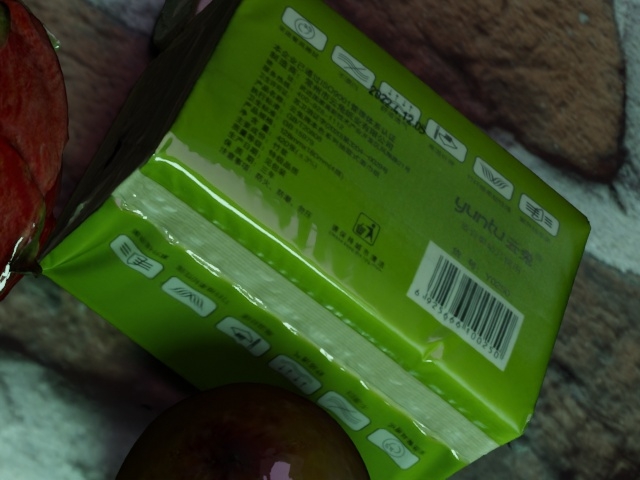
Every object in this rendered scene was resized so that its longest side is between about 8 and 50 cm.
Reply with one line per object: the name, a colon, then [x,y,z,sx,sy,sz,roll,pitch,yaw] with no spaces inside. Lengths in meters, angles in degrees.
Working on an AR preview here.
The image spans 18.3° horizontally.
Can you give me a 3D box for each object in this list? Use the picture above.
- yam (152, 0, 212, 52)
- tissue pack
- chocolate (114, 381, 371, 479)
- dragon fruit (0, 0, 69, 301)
yam: [0.025,-0.071,1.346,0.317,0.071,0.067,34,11,-18]
tissue pack: [0.000,0.000,1.212,0.275,0.167,0.200,37,45,-14]
chocolate: [-0.045,0.155,1.076,0.177,0.177,0.176,20,54,-29]
dragon fruit: [-0.240,-0.059,1.005,0.244,0.244,0.299,40,27,-13]
